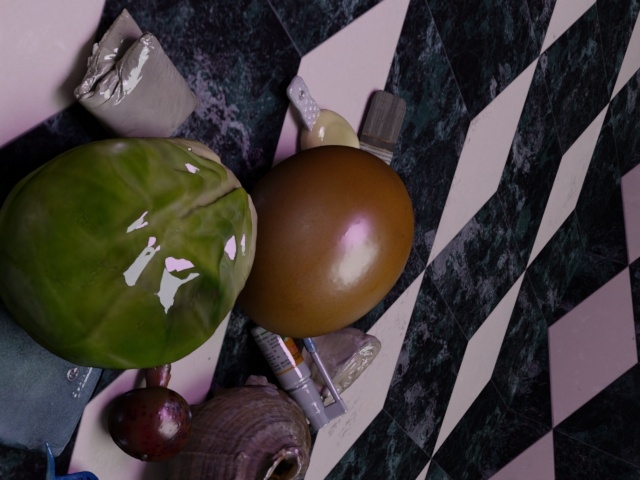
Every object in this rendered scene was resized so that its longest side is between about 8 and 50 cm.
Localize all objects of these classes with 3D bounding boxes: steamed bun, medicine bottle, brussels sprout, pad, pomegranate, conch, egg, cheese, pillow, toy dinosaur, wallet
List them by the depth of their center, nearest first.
[{"bbox_3d":[-0.230,0.007,1.108,0.354,0.281,0.289,-44,110,-40],"label":"brussels sprout"},{"bbox_3d":[-0.419,0.169,1.132,0.191,0.046,0.379,-63,149,-7],"label":"wallet"},{"bbox_3d":[-0.240,-0.193,1.171,0.134,0.077,0.181,-57,153,-12],"label":"pillow"},{"bbox_3d":[-0.366,0.405,1.326,0.144,0.076,0.329,-64,157,-19],"label":"toy dinosaur"},{"bbox_3d":[-0.252,0.264,1.375,0.159,0.129,0.129,-63,149,-11],"label":"pomegranate"},{"bbox_3d":[0.000,0.000,1.460,0.351,0.282,0.283,-51,145,-22],"label":"egg"},{"bbox_3d":[-0.149,0.352,1.509,0.297,0.210,0.352,-29,167,-22],"label":"conch"},{"bbox_3d":[-0.006,-0.196,1.561,0.127,0.050,0.255,-60,147,-16],"label":"cheese"},{"bbox_3d":[-0.037,0.236,1.621,0.092,0.221,0.061,-29,-178,5],"label":"medicine bottle"},{"bbox_3d":[0.095,-0.168,1.706,0.323,0.055,0.250,-20,128,-79],"label":"pad"},{"bbox_3d":[-0.003,0.245,1.746,0.211,0.144,0.218,-42,170,-20],"label":"steamed bun"}]
